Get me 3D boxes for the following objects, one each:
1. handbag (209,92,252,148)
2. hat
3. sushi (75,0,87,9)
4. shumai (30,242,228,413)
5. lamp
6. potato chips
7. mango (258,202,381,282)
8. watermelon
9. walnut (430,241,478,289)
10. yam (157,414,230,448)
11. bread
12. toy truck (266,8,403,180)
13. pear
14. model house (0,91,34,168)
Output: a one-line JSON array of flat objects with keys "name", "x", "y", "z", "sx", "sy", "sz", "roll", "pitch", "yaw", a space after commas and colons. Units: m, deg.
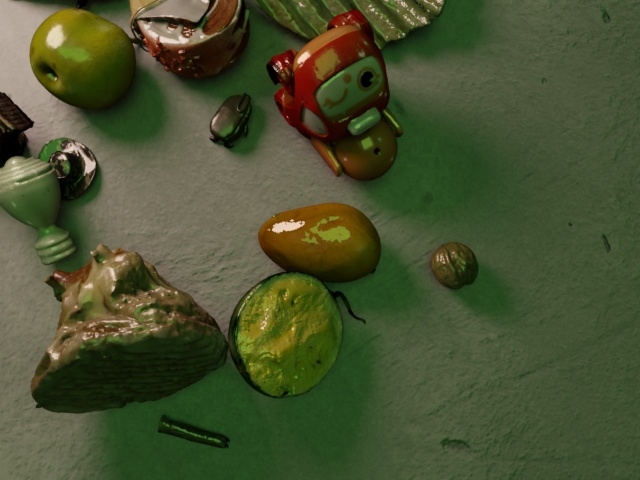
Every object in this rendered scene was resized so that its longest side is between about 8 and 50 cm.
[{"name": "handbag", "x": -0.164, "y": -0.232, "z": 1.130, "sx": 0.072, "sy": 0.047, "sz": 0.111, "roll": 28, "pitch": 82, "yaw": 4}, {"name": "hat", "x": -0.470, "y": -0.136, "z": 1.090, "sx": 0.121, "sy": 0.050, "sz": 0.121, "roll": 0, "pitch": 81, "yaw": -3}, {"name": "sushi", "x": -0.456, "y": -0.507, "z": 1.097, "sx": 0.287, "sy": 0.140, "sz": 0.149, "roll": -25, "pitch": 49, "yaw": -7}, {"name": "shumai", "x": -0.326, "y": 0.128, "z": 1.023, "sx": 0.313, "sy": 0.267, "sz": 0.263, "roll": -2, "pitch": 55, "yaw": -25}, {"name": "lamp", "x": -0.490, "y": -0.055, "z": 1.038, "sx": 0.106, "sy": 0.106, "sz": 0.193, "roll": -20, "pitch": 113, "yaw": -7}, {"name": "potato chips", "x": 0.068, "y": -0.547, "z": 1.154, "sx": 0.389, "sy": 0.097, "sz": 0.373, "roll": 26, "pitch": 82, "yaw": -8}, {"name": "mango", "x": 0.000, "y": 0.000, "z": 1.089, "sx": 0.227, "sy": 0.109, "sz": 0.147, "roll": 11, "pitch": 107, "yaw": -4}, {"name": "watermelon", "x": -0.066, "y": 0.158, "z": 1.050, "sx": 0.204, "sy": 0.127, "sz": 0.232, "roll": 49, "pitch": 63, "yaw": -17}, {"name": "walnut", "x": 0.252, "y": 0.047, "z": 1.120, "sx": 0.092, "sy": 0.092, "sz": 0.092, "roll": 1, "pitch": 83, "yaw": -5}, {"name": "yam", "x": -0.225, "y": 0.344, "z": 1.068, "sx": 0.129, "sy": 0.027, "sz": 0.033, "roll": 16, "pitch": 83, "yaw": -4}, {"name": "bread", "x": -0.233, "y": -0.410, "z": 1.107, "sx": 0.224, "sy": 0.142, "sz": 0.212, "roll": -31, "pitch": 73, "yaw": -8}, {"name": "toy truck", "x": 0.046, "y": -0.234, "z": 1.050, "sx": 0.189, "sy": 0.265, "sz": 0.239, "roll": -34, "pitch": 77, "yaw": -7}, {"name": "pear", "x": -0.410, "y": -0.338, "z": 1.075, "sx": 0.180, "sy": 0.166, "sz": 0.216, "roll": 27, "pitch": 51, "yaw": 10}, {"name": "model house", "x": -0.599, "y": -0.208, "z": 1.032, "sx": 0.203, "sy": 0.164, "sz": 0.141, "roll": 44, "pitch": 76, "yaw": 3}]
